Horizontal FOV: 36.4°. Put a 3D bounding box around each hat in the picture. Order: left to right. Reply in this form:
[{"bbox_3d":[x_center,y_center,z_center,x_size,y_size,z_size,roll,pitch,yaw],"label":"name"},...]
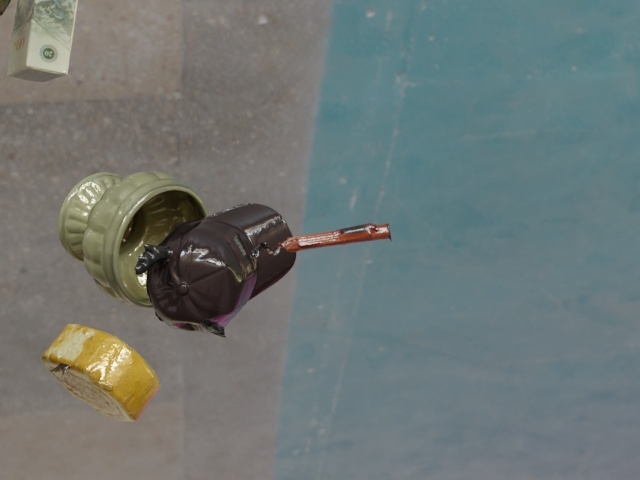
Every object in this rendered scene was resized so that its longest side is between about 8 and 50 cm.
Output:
[{"bbox_3d":[-0.211,0.062,1.950,0.336,0.209,0.238,-29,96,4],"label":"hat"}]

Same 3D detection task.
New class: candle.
[{"bbox_3d":[0.000,-0.001,1.157,0.167,0.021,0.026,-8,143,3],"label":"candle"}]

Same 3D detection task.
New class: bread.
[{"bbox_3d":[-0.268,0.167,1.189,0.149,0.073,0.122,7,141,44],"label":"bread"}]

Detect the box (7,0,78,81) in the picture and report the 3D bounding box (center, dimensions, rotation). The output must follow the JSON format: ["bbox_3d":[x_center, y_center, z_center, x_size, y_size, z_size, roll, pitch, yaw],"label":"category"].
[{"bbox_3d":[-0.448,-0.395,1.594,0.069,0.256,0.164,8,180,-28],"label":"box"}]

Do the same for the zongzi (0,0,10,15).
[{"bbox_3d":[-0.476,-0.429,1.293,0.125,0.251,0.274,-28,-172,-37],"label":"zongzi"}]

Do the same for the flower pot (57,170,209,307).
[{"bbox_3d":[-0.415,-0.022,2.135,0.307,0.244,0.307,-29,129,-42],"label":"flower pot"}]
